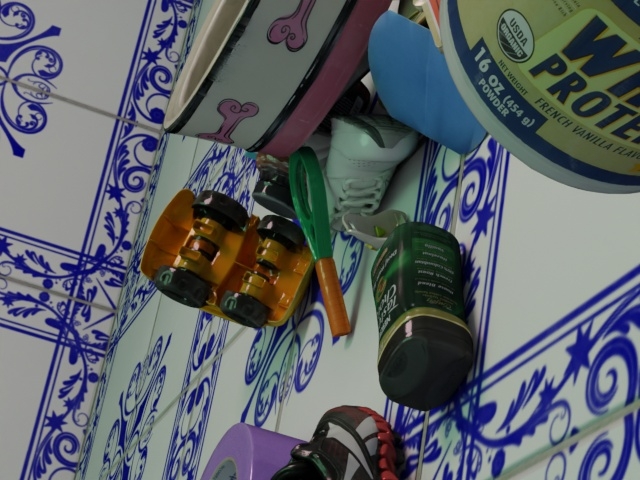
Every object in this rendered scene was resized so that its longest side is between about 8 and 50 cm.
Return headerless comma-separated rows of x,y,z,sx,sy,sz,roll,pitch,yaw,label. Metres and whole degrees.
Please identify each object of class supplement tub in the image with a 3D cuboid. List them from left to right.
-0.018,-0.129,2.017,0.198,0.106,0.106,-64,13,-13,supplement tub
0.236,-0.191,0.973,0.316,0.228,0.228,131,153,-57,supplement tub

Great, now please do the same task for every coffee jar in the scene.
0.095,0.072,1.467,0.184,0.079,0.096,-92,25,-53,coffee jar

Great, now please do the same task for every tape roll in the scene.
-0.090,0.355,1.784,0.275,0.090,0.275,-163,90,-76,tape roll

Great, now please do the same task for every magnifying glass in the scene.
0.000,0.000,1.818,0.092,0.026,0.231,131,129,-70,magnifying glass

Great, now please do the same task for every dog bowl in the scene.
-0.030,-0.278,1.826,0.408,0.150,0.408,-58,14,23,dog bowl

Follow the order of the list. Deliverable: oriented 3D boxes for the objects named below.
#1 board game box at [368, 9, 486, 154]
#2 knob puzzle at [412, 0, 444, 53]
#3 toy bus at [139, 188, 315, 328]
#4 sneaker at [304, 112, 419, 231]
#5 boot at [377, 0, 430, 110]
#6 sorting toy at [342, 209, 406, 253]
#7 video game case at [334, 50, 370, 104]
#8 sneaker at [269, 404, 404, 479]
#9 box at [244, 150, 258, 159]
0.122,-0.169,1.600,0.033,0.168,0.133,-33,-40,-32,board game box
0.171,-0.285,1.512,0.213,0.030,0.213,-25,37,21,knob puzzle
-0.108,0.054,2.090,0.149,0.220,0.211,-64,-19,-19,toy bus
0.049,-0.078,1.822,0.297,0.111,0.129,148,126,-78,sneaker
0.148,-0.275,1.677,0.262,0.095,0.204,127,158,-58,boot
0.061,-0.007,1.692,0.083,0.075,0.045,-107,38,-67,sorting toy
0.065,-0.225,1.876,0.190,0.022,0.173,-46,2,-29,video game case
0.011,0.227,1.478,0.276,0.135,0.098,-107,36,-68,sneaker
-0.065,-0.246,2.471,0.100,0.060,0.244,126,157,-49,box
